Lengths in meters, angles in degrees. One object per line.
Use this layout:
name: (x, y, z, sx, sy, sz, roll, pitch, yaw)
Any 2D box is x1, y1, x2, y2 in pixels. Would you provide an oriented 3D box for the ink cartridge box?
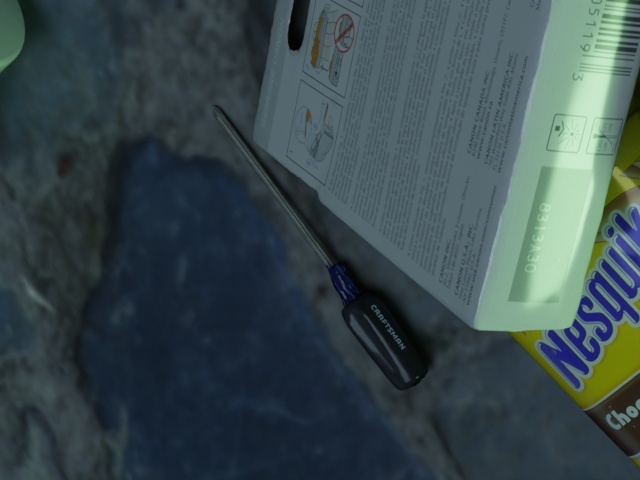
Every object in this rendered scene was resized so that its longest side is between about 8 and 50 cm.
ink cartridge box: (0.050, -0.087, 0.763, 0.225, 0.056, 0.181, 43, 126, 57)

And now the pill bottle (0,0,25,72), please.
pill bottle: (-0.239, -0.073, 0.910, 0.187, 0.112, 0.112, -34, 93, 31)

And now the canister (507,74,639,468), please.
canister: (0.151, 0.028, 0.797, 0.170, 0.073, 0.126, 46, 120, 1)

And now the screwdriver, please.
screwdriver: (0.000, 0.000, 0.888, 0.025, 0.024, 0.170, -32, 87, 0)
